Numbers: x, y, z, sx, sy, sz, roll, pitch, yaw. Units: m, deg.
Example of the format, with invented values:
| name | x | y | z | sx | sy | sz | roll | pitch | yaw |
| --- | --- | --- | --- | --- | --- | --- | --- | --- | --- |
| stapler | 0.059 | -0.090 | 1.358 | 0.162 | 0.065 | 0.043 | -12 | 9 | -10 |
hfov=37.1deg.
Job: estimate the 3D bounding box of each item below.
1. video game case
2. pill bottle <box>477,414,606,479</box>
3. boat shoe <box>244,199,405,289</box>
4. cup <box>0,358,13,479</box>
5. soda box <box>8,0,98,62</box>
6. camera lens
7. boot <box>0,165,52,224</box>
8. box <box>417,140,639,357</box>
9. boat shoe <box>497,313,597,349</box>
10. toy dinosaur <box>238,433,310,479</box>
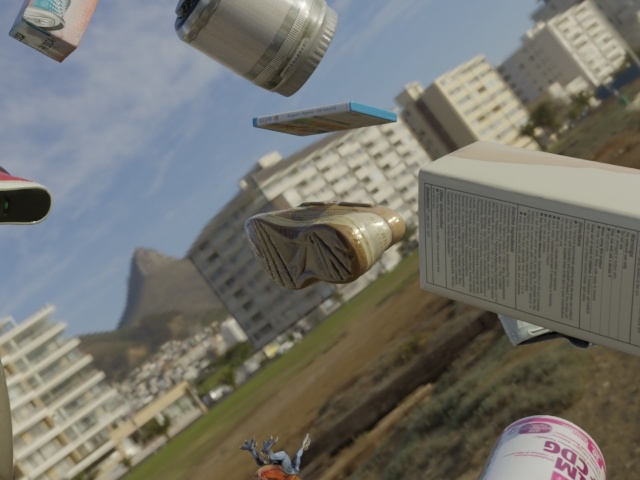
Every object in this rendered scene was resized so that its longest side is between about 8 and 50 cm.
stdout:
| name | x | y | z | sx | sy | sz | roll | pitch | yaw |
| --- | --- | --- | --- | --- | --- | --- | --- | --- | --- |
| video game case | 0.006 | -0.168 | 1.332 | 0.166 | 0.015 | 0.119 | -5 | -4 | 35 |
| pill bottle | 0.268 | 0.348 | 1.208 | 0.160 | 0.160 | 0.283 | -38 | -2 | 25 |
| boat shoe | 0.000 | 0.000 | 1.423 | 0.110 | 0.121 | 0.341 | -30 | 18 | -27 |
| cup | -0.543 | 0.179 | 1.220 | 0.331 | 0.237 | 0.331 | 4 | -20 | 2 |
| soda box | -0.252 | -0.279 | 0.983 | 0.058 | 0.063 | 0.183 | -15 | 53 | 57 |
| camera lens | -0.132 | -0.435 | 1.875 | 0.219 | 0.274 | 0.219 | -50 | 22 | 28 |
| boot | -0.559 | -0.082 | 1.455 | 0.244 | 0.176 | 0.088 | 4 | -74 | -50 |
| box | 0.255 | 0.006 | 0.938 | 0.311 | 0.148 | 0.121 | 18 | 31 | 38 |
| boat shoe | 0.337 | 0.106 | 1.254 | 0.227 | 0.081 | 0.079 | -2 | -24 | -21 |
| toy dinosaur | -0.039 | 0.208 | 0.849 | 0.047 | 0.082 | 0.090 | -17 | 30 | 23 |
